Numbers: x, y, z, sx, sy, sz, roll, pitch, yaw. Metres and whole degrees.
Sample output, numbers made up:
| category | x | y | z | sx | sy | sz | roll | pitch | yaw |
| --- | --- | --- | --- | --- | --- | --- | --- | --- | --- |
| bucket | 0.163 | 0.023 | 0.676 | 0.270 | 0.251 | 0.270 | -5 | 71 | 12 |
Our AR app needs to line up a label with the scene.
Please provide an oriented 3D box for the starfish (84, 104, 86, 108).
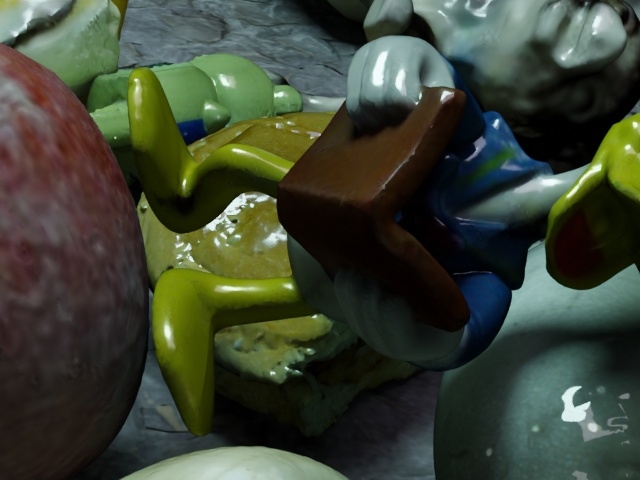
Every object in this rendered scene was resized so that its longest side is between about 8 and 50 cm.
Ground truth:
| category | x | y | z | sx | sy | sz | roll | pitch | yaw |
| --- | --- | --- | --- | --- | --- | --- | --- | --- | --- |
| starfish | -0.134 | -0.071 | 1.275 | 0.210 | 0.053 | 0.150 | 3 | 16 | -9 |

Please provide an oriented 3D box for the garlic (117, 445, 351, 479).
| category | x | y | z | sx | sy | sz | roll | pitch | yaw |
| --- | --- | --- | --- | --- | --- | --- | --- | --- | --- |
| garlic | -0.046 | 0.176 | 0.757 | 0.164 | 0.145 | 0.245 | 53 | 36 | 7 |

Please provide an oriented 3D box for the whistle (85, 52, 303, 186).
| category | x | y | z | sx | sy | sz | roll | pitch | yaw |
| --- | --- | --- | --- | --- | --- | --- | --- | --- | --- |
| whistle | -0.110 | -0.083 | 1.149 | 0.105 | 0.085 | 0.227 | 1 | 12 | 42 |

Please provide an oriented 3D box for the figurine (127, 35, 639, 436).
| category | x | y | z | sx | sy | sz | roll | pitch | yaw |
| --- | --- | --- | --- | --- | --- | --- | --- | --- | --- |
| figurine | 0.072 | -0.034 | 0.785 | 0.338 | 0.204 | 0.283 | -10 | -7 | 3 |

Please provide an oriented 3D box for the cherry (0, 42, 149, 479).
| category | x | y | z | sx | sy | sz | roll | pitch | yaw |
| --- | --- | --- | --- | --- | --- | --- | --- | --- | --- |
| cherry | -0.195 | 0.033 | 0.833 | 0.213 | 0.285 | 0.236 | 11 | -12 | 8 |

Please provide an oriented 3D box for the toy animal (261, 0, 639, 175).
| category | x | y | z | sx | sy | sz | roll | pitch | yaw |
| --- | --- | --- | --- | --- | --- | --- | --- | --- | --- |
| toy animal | 0.144 | -0.127 | 1.229 | 0.303 | 0.194 | 0.344 | 27 | -10 | -16 |

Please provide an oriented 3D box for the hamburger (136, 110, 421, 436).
| category | x | y | z | sx | sy | sz | roll | pitch | yaw |
| --- | --- | --- | --- | --- | --- | --- | --- | --- | --- |
| hamburger | 0.000 | 0.000 | 1.084 | 0.211 | 0.132 | 0.309 | 28 | 32 | 25 |

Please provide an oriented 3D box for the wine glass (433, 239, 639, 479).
| category | x | y | z | sx | sy | sz | roll | pitch | yaw |
| --- | --- | --- | --- | --- | --- | --- | --- | --- | --- |
| wine glass | 0.135 | 0.129 | 0.826 | 0.190 | 0.190 | 0.357 | 17 | 26 | 10 |

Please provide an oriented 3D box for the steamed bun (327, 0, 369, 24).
| category | x | y | z | sx | sy | sz | roll | pitch | yaw |
| --- | --- | --- | --- | --- | --- | --- | --- | --- | --- |
| steamed bun | 0.086 | -0.340 | 1.643 | 0.352 | 0.247 | 0.339 | 18 | 42 | -8 |

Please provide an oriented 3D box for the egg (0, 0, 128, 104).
| category | x | y | z | sx | sy | sz | roll | pitch | yaw |
| --- | --- | --- | --- | --- | --- | --- | --- | --- | --- |
| egg | -0.284 | -0.176 | 1.223 | 0.337 | 0.201 | 0.337 | -5 | 50 | 6 |
